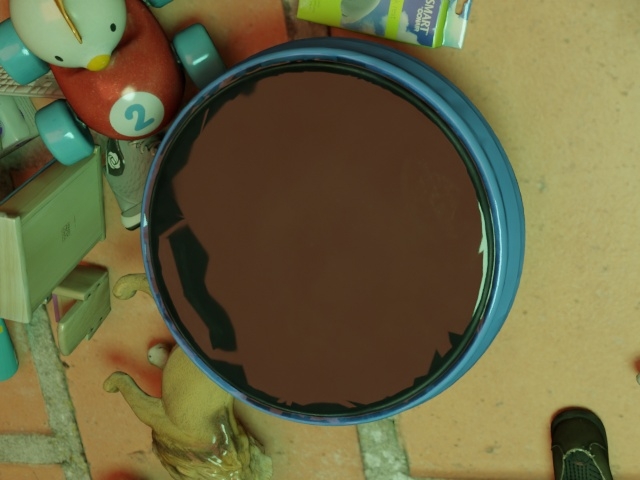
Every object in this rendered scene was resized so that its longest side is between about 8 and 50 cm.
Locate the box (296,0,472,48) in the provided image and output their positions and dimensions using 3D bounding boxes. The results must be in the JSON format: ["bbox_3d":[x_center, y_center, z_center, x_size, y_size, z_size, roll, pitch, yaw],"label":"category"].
[{"bbox_3d":[0.070,-0.269,0.850,0.178,0.042,0.109,17,112,17],"label":"box"}]

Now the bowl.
[{"bbox_3d":[0.000,0.000,0.799,0.391,0.077,0.391,3,102,17],"label":"bowl"}]

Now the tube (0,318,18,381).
[{"bbox_3d":[-0.459,0.125,1.126,0.080,0.052,0.207,30,142,12],"label":"tube"}]

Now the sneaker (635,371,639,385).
[{"bbox_3d":[0.462,0.145,0.809,0.256,0.094,0.151,24,95,25],"label":"sneaker"}]

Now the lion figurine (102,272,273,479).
[{"bbox_3d":[-0.140,0.156,0.982,0.240,0.142,0.392,35,134,28],"label":"lion figurine"}]

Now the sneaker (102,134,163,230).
[{"bbox_3d":[-0.185,-0.112,0.977,0.228,0.086,0.132,-28,92,27],"label":"sneaker"}]

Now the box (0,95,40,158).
[{"bbox_3d":[-0.520,-0.108,1.120,0.324,0.063,0.067,-22,100,26],"label":"box"}]

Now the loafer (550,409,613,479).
[{"bbox_3d":[0.300,0.305,0.918,0.080,0.078,0.220,-13,101,25],"label":"loafer"}]

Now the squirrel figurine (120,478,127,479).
[{"bbox_3d":[-0.202,0.510,1.055,0.397,0.281,0.370,37,128,18],"label":"squirrel figurine"}]

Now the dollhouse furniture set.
[{"bbox_3d":[-0.447,0.000,1.000,0.303,0.198,0.286,11,122,9],"label":"dollhouse furniture set"}]

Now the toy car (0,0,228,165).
[{"bbox_3d":[-0.241,-0.211,0.840,0.219,0.238,0.210,-29,91,1],"label":"toy car"}]

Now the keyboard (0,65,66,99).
[{"bbox_3d":[-0.392,-0.209,1.036,0.256,0.072,0.014,6,136,20],"label":"keyboard"}]
